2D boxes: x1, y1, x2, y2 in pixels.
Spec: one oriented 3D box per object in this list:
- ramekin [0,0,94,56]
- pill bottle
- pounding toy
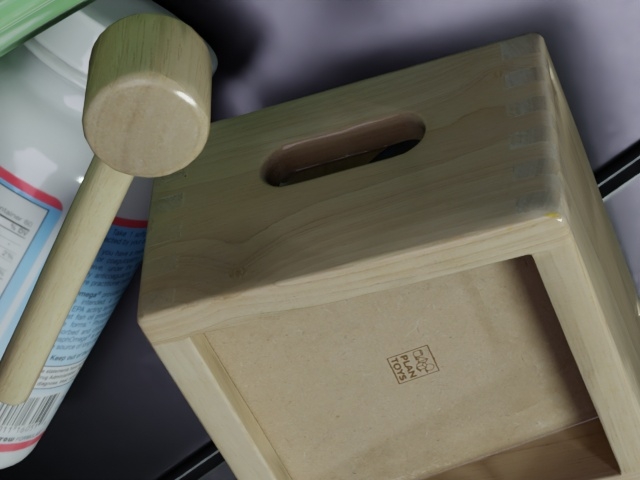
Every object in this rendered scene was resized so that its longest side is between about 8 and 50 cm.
[{"bbox_3d":[-0.135,-0.183,0.484,0.148,0.303,0.303,-24,97,9],"label":"ramekin"},{"bbox_3d":[-0.101,-0.008,0.621,0.087,0.087,0.160,33,107,3],"label":"pill bottle"},{"bbox_3d":[-0.011,-0.002,0.561,0.181,0.094,0.206,-14,132,15],"label":"pounding toy"}]
